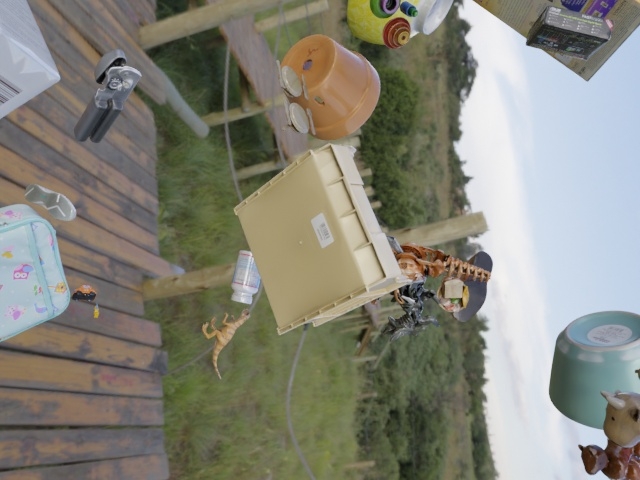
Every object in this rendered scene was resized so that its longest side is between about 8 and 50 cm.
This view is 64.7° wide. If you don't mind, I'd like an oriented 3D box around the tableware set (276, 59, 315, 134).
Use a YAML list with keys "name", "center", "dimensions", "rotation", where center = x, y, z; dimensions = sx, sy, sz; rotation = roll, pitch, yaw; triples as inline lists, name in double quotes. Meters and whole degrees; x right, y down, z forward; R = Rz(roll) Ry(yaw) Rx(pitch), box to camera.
- name: "tableware set"
  center: [-0.079, -0.377, 1.370]
  dimensions: [0.128, 0.039, 0.194]
  rotation: [6, 70, -57]

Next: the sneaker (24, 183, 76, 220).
- name: "sneaker"
  center: [-0.606, -0.087, 1.162]
  dimensions: [0.054, 0.152, 0.061]
  rotation: [-63, 158, -1]

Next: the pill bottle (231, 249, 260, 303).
- name: "pill bottle"
  center: [-0.233, 0.117, 1.606]
  dimensions: [0.087, 0.087, 0.160]
  rotation: [35, 67, -73]

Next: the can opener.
- name: "can opener"
  center: [-0.533, -0.352, 1.246]
  dimensions: [0.076, 0.283, 0.095]
  rotation: [-5, 69, -47]

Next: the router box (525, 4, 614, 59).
- name: "router box"
  center: [0.455, -0.380, 0.929]
  dimensions: [0.092, 0.122, 0.038]
  rotation: [43, 63, -86]

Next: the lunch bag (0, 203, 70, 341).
- name: "lunch bag"
  center: [-0.668, 0.068, 1.082]
  dimensions: [0.224, 0.107, 0.279]
  rotation: [-25, 133, -38]

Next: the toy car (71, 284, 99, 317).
- name: "toy car"
  center: [-0.625, 0.159, 1.346]
  dimensions: [0.122, 0.060, 0.041]
  rotation: [110, -33, -46]

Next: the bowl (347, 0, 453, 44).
- name: "bowl"
  center: [0.211, -0.563, 1.155]
  dimensions: [0.156, 0.289, 0.289]
  rotation: [39, 3, 15]

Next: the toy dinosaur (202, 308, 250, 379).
- name: "toy dinosaur"
  center: [-0.281, 0.276, 1.430]
  dimensions: [0.212, 0.112, 0.064]
  rotation: [-58, 166, 2]

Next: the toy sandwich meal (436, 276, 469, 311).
- name: "toy sandwich meal"
  center: [0.314, 0.128, 1.191]
  dimensions: [0.029, 0.085, 0.086]
  rotation: [-36, 115, -89]

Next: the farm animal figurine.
- name: "farm animal figurine"
  center: [0.507, 0.257, 0.709]
  dimensions: [0.172, 0.327, 0.330]
  rotation: [43, -7, 4]

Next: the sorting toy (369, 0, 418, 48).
- name: "sorting toy"
  center: [0.119, -0.342, 0.776]
  dimensions: [0.102, 0.061, 0.042]
  rotation: [57, 3, -43]

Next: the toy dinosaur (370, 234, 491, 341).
- name: "toy dinosaur"
  center: [0.175, 0.082, 1.062]
  dimensions: [0.164, 0.321, 0.219]
  rotation: [-44, 133, -37]

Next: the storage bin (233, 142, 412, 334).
- name: "storage bin"
  center: [0.000, 0.000, 0.914]
  dimensions: [0.123, 0.260, 0.262]
  rotation: [-4, 68, -51]

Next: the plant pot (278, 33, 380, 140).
- name: "plant pot"
  center: [0.008, -0.480, 1.540]
  dimensions: [0.203, 0.290, 0.291]
  rotation: [28, 49, -55]

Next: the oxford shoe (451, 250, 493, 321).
- name: "oxford shoe"
  center: [0.379, 0.126, 1.296]
  dimensions: [0.212, 0.076, 0.076]
  rotation: [-55, -175, -32]

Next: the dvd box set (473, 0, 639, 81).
- name: "dvd box set"
  center: [0.570, -0.605, 1.248]
  dimensions: [0.420, 0.062, 0.307]
  rotation: [41, -7, 11]

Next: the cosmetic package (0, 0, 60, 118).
- name: "cosmetic package"
  center: [-0.707, -0.450, 0.964]
  dimensions: [0.453, 0.230, 0.161]
  rotation: [59, 3, 19]

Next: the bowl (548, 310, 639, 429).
- name: "bowl"
  center: [0.673, 0.272, 1.162]
  dimensions: [0.311, 0.311, 0.163]
  rotation: [-61, 133, -73]
